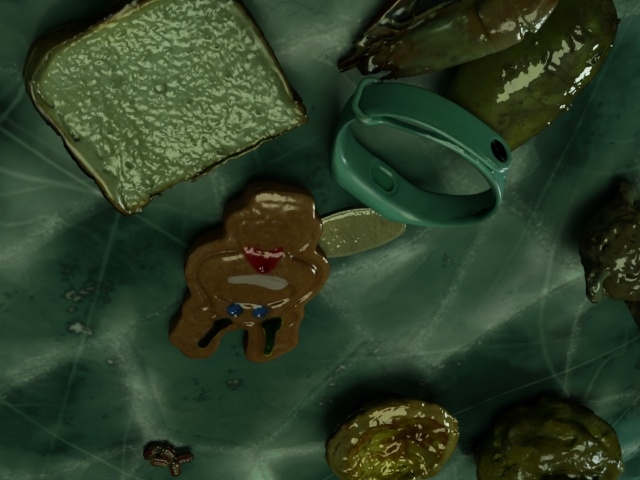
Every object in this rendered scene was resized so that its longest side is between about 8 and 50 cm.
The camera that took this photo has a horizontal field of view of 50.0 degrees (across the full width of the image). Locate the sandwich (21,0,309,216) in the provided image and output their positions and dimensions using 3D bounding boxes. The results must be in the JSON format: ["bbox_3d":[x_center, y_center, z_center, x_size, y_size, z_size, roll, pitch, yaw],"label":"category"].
[{"bbox_3d":[-0.172,-0.167,0.756,0.251,0.087,0.226,-29,129,7],"label":"sandwich"}]

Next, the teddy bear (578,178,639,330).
[{"bbox_3d":[0.498,0.030,1.020,0.256,0.156,0.267,23,79,-28],"label":"teddy bear"}]

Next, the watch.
[{"bbox_3d":[0.112,-0.096,0.832,0.237,0.068,0.195,35,147,-24],"label":"watch"}]

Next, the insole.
[{"bbox_3d":[0.000,0.000,0.972,0.248,0.011,0.081,-15,129,-1],"label":"insole"}]

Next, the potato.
[{"bbox_3d":[0.238,-0.197,0.814,0.150,0.113,0.251,15,134,-30],"label":"potato"}]

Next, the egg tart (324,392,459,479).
[{"bbox_3d":[0.121,0.345,1.206,0.241,0.106,0.240,-5,125,-7],"label":"egg tart"}]

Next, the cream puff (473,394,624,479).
[{"bbox_3d":[0.439,0.431,1.296,0.282,0.185,0.281,-5,124,-7],"label":"cream puff"}]

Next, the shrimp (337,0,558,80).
[{"bbox_3d":[0.128,-0.253,0.755,0.267,0.061,0.145,-23,88,31],"label":"shrimp"}]

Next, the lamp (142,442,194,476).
[{"bbox_3d":[-0.268,0.377,1.191,0.083,0.031,0.063,27,115,-25],"label":"lamp"}]

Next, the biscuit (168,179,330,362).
[{"bbox_3d":[-0.095,0.060,0.964,0.202,0.047,0.333,9,127,-19],"label":"biscuit"}]
